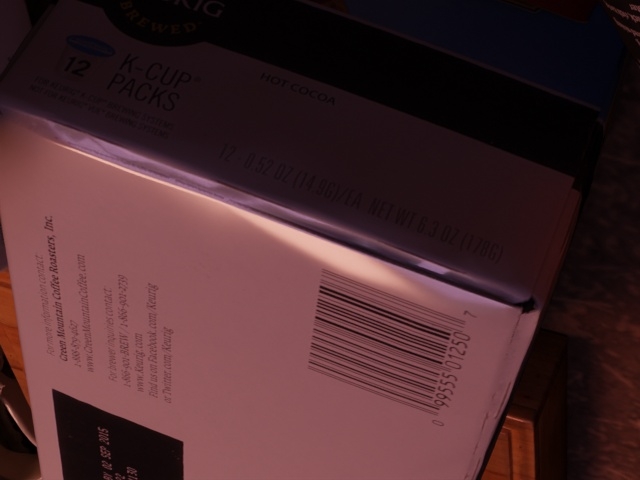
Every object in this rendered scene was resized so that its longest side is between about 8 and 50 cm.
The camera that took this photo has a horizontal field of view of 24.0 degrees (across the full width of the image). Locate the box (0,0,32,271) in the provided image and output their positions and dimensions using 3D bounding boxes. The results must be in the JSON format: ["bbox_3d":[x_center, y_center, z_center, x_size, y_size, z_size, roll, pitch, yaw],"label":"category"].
[{"bbox_3d":[-0.338,-0.027,0.800,0.215,0.345,0.168,7,116,39],"label":"box"}]

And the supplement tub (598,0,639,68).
[{"bbox_3d":[0.206,-0.089,0.515,0.193,0.193,0.316,-8,132,42],"label":"supplement tub"}]

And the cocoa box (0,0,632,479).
[{"bbox_3d":[0.000,0.000,0.745,0.231,0.228,0.347,20,145,9],"label":"cocoa box"}]

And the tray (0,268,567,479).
[{"bbox_3d":[-0.037,0.102,1.048,0.411,0.076,0.203,14,144,20],"label":"tray"}]

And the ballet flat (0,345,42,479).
[{"bbox_3d":[-0.276,0.221,1.336,0.147,0.147,0.409,13,144,21],"label":"ballet flat"}]
